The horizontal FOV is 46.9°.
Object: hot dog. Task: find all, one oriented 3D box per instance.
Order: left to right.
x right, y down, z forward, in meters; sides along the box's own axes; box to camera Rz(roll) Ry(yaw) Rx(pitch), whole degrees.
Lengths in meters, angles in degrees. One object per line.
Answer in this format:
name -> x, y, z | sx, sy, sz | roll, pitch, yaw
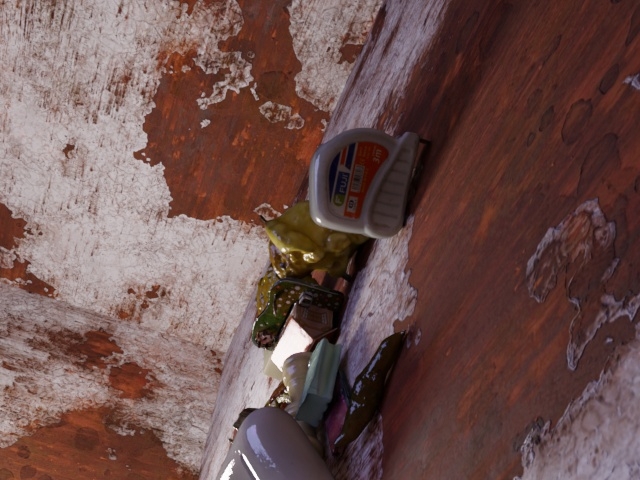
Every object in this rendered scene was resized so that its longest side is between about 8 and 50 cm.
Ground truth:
hot dog -> -0.093, 0.447, 2.086 | 0.213, 0.103, 0.146 | -107, 38, -75

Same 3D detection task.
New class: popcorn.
popcorn -> 0.000, 0.000, 2.053 | 0.316, 0.281, 0.297 | -33, -9, -18

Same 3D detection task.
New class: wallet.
wallet -> 0.042, 0.391, 1.681 | 0.232, 0.025, 0.119 | -117, 47, -78

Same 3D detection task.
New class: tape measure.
tape measure -> 0.103, -0.142, 1.743 | 0.130, 0.265, 0.258 | -159, 81, -83

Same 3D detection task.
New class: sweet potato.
sweet potato -> 0.098, 0.290, 1.459 | 0.274, 0.067, 0.067 | -65, 10, 6

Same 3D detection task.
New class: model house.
model house -> -0.073, 0.266, 2.029 | 0.154, 0.207, 0.294 | -88, 19, -50

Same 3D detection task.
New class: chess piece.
chess piece -> -0.041, 0.442, 1.810 | 0.397, 0.117, 0.117 | -92, 23, -58

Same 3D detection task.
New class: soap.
soap -> -0.004, 0.341, 1.778 | 0.198, 0.063, 0.115 | -74, 6, -60

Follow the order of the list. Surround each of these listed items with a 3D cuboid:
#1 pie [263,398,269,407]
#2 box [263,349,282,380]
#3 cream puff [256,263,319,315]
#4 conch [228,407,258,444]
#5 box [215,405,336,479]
pie -> -0.149, 0.572, 2.198 | 0.248, 0.090, 0.201 | -97, 30, -60
box -> -0.123, 0.341, 2.475 | 0.212, 0.095, 0.168 | -97, 26, -67
cream puff -> -0.097, 0.179, 2.330 | 0.196, 0.244, 0.244 | 28, -101, -64
conch -> -0.120, 0.537, 1.852 | 0.291, 0.159, 0.210 | 72, -155, -52
box -> -0.103, 0.548, 1.579 | 0.289, 0.141, 0.349 | 50, 131, 34
